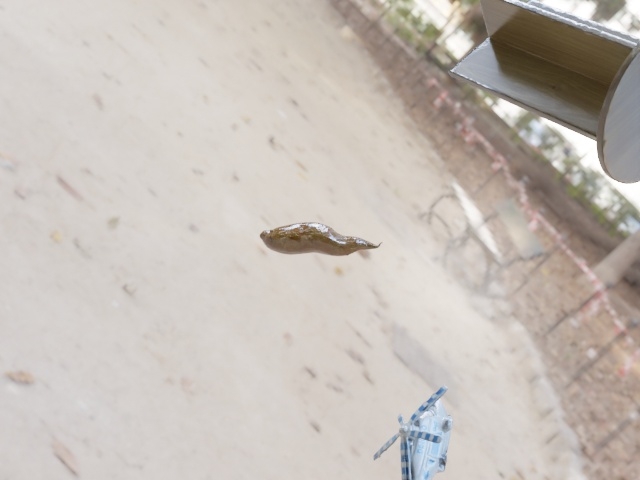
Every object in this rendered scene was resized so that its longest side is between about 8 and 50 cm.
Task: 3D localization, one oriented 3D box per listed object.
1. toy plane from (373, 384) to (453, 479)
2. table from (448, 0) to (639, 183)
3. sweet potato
[{"bbox_3d":[0.171,0.387,1.814,0.107,0.182,0.273,26,42,-27],"label":"toy plane"},{"bbox_3d":[0.254,-0.176,1.125,0.227,0.167,0.167,34,1,41],"label":"table"},{"bbox_3d":[0.000,0.000,1.720,0.195,0.056,0.056,7,9,7],"label":"sweet potato"}]
